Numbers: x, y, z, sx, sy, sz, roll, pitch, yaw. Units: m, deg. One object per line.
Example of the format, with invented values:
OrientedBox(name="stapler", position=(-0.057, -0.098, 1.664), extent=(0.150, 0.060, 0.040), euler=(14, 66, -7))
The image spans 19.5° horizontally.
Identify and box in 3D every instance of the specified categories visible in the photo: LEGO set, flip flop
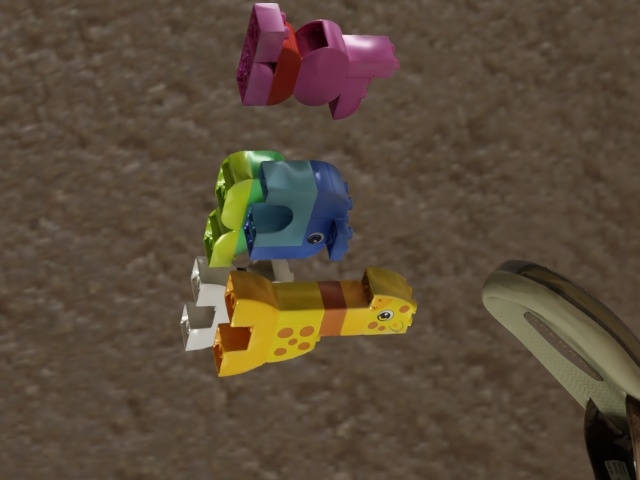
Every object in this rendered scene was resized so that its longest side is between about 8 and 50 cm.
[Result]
OrientedBox(name="LEGO set", position=(0.000, 0.000, 0.898), extent=(0.093, 0.227, 0.087), euler=(-1, 50, -16))
OrientedBox(name="flip flop", position=(0.194, 0.125, 1.120), extent=(0.277, 0.112, 0.080), euler=(43, 70, 0))

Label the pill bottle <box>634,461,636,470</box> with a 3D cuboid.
OrientedBox(name="pill bottle", position=(0.241, 0.238, 1.312), extent=(0.087, 0.087, 0.160), euler=(35, 40, -31))
